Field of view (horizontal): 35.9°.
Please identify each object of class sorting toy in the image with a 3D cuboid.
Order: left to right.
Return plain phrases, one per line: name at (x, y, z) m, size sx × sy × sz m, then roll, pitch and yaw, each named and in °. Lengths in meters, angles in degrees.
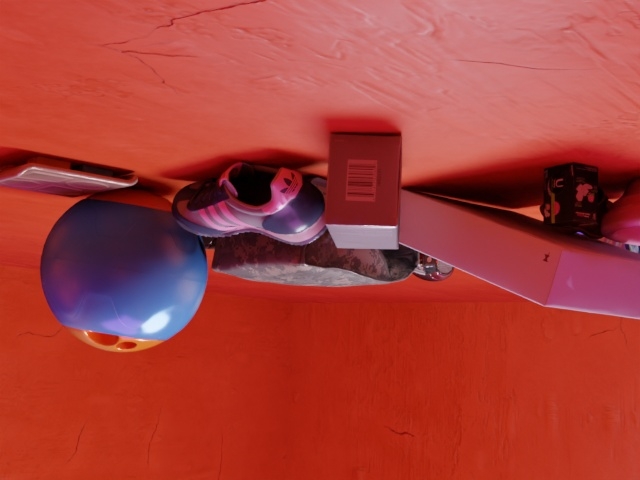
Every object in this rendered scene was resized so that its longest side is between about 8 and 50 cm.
sorting toy at (-0.429, -0.102, 1.592) m, size 0.208 × 0.038 × 0.193 m, roll 3°, pitch 174°, yaw -42°

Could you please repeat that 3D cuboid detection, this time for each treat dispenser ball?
treat dispenser ball at (-0.342, 0.052, 1.734) m, size 0.288 × 0.288 × 0.288 m, roll 2°, pitch 173°, yaw 0°

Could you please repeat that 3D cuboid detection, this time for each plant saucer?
plant saucer at (0.592, -0.046, 1.481) m, size 0.332 × 0.084 × 0.332 m, roll 3°, pitch 173°, yaw 0°

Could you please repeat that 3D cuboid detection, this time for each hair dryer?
hair dryer at (0.215, 0.038, 2.400) m, size 0.223 × 0.080 × 0.293 m, roll 16°, pitch 173°, yaw 23°

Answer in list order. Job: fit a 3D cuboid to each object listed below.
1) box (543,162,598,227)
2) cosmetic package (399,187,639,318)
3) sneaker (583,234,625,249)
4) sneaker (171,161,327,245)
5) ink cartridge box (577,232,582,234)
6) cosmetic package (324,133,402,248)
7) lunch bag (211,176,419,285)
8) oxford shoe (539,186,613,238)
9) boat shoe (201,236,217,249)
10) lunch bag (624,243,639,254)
box at (0.358, -0.063, 1.417) m, size 0.052 × 0.083 × 0.062 m, roll 7°, pitch 171°, yaw -31°
cosmetic package at (0.329, 0.019, 1.572) m, size 0.284 × 0.097 × 0.377 m, roll 12°, pitch -171°, yaw -35°
sneaker at (0.603, 0.044, 1.858) m, size 0.236 × 0.095 × 0.104 m, roll 26°, pitch 174°, yaw 30°
sneaker at (-0.130, -0.077, 1.528) m, size 0.319 × 0.112 × 0.131 m, roll 3°, pitch 145°, yaw 38°
ink cartridge box at (0.589, 0.044, 1.999) m, size 0.206 × 0.045 × 0.208 m, roll -6°, pitch 142°, yaw 45°
cosmetic package at (0.063, -0.062, 1.372) m, size 0.107 × 0.127 × 0.238 m, roll 2°, pitch 174°, yaw 7°
lunch bag at (0.000, 0.000, 1.706) m, size 0.235 × 0.169 × 0.287 m, roll -5°, pitch 165°, yaw 45°
oxford shoe at (0.432, -0.052, 1.569) m, size 0.212 × 0.076 × 0.076 m, roll -2°, pitch 142°, yaw -52°
boat shoe at (-0.120, -0.021, 1.944) m, size 0.257 × 0.095 × 0.095 m, roll 7°, pitch -172°, yaw 14°
lunch bag at (0.609, -0.009, 1.751) m, size 0.129 × 0.096 × 0.151 m, roll 0°, pitch -169°, yaw 6°
